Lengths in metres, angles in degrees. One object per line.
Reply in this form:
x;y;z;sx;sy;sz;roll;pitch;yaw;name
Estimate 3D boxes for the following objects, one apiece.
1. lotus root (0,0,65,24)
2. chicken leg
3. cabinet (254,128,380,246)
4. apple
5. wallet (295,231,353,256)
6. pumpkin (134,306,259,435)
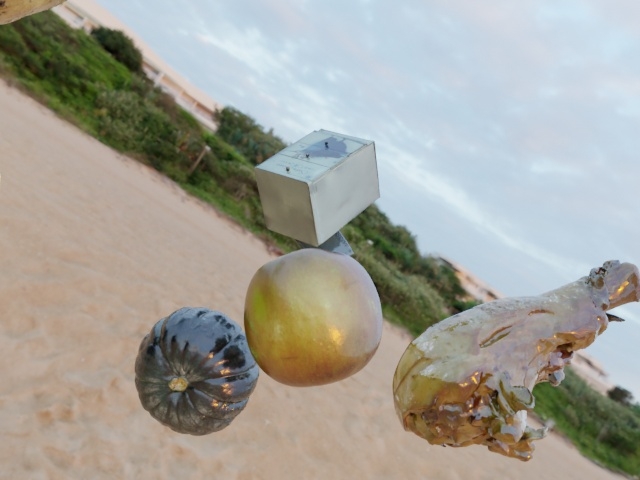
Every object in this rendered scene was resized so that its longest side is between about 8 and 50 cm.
-0.503;-0.462;1.179;0.160;0.284;0.146;8;-57;31;lotus root
0.150;0.083;0.500;0.101;0.207;0.085;55;-10;45;chicken leg
-0.001;-0.118;1.399;0.145;0.206;0.150;19;-47;37;cabinet
-0.010;0.114;1.088;0.236;0.208;0.237;-11;1;0;apple
0.000;0.000;1.445;0.129;0.088;0.026;53;-12;17;wallet
-0.214;0.226;1.201;0.220;0.221;0.162;32;15;8;pumpkin
